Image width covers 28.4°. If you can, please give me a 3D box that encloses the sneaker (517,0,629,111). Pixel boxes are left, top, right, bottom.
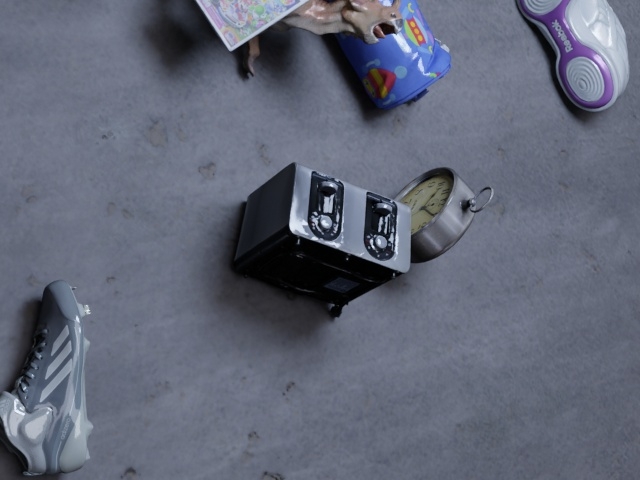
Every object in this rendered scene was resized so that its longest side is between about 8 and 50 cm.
[{"bbox_3d":[0.400,-0.354,1.995,0.152,0.114,0.305,-27,98,-53],"label":"sneaker"}]

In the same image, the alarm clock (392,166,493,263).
[{"bbox_3d":[0.155,-0.034,1.640,0.064,0.192,0.129,42,56,-22],"label":"alarm clock"}]

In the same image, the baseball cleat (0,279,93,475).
[{"bbox_3d":[-0.294,0.141,1.323,0.109,0.072,0.205,-1,73,-31],"label":"baseball cleat"}]

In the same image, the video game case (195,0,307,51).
[{"bbox_3d":[-0.082,-0.292,1.496,0.122,0.011,0.087,-35,97,-8],"label":"video game case"}]

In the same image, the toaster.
[{"bbox_3d":[0.000,0.000,1.532,0.168,0.186,0.110,20,63,-23],"label":"toaster"}]

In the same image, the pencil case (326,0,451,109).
[{"bbox_3d":[0.069,-0.326,1.706,0.133,0.119,0.306,-31,97,-22],"label":"pencil case"}]

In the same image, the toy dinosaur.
[{"bbox_3d":[-0.045,-0.341,1.575,0.200,0.127,0.295,-33,95,-10],"label":"toy dinosaur"}]
